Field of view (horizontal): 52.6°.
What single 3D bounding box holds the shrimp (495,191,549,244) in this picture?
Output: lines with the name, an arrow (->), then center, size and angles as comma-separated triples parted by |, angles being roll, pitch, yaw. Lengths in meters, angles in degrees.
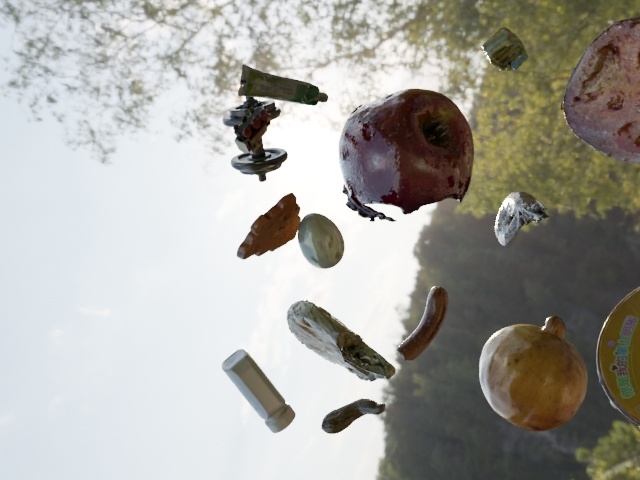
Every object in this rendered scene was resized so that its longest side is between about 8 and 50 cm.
shrimp -> 0.561, -0.059, 1.837 | 0.317, 0.062, 0.164 | -109, 36, -83

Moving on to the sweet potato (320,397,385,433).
sweet potato -> 0.106, 0.561, 2.093 | 0.062, 0.233, 0.081 | 54, -162, -32

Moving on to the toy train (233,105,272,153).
toy train -> -0.185, -0.310, 1.797 | 0.138, 0.050, 0.087 | -53, -36, -25

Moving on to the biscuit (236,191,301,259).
biscuit -> -0.157, -0.038, 2.202 | 0.284, 0.043, 0.306 | -48, -19, 6

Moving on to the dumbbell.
dumbbell -> -0.206, -0.326, 2.064 | 0.192, 0.192, 0.289 | -46, -48, -58

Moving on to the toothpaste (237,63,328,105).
toothpaste -> -0.089, -0.375, 1.611 | 0.248, 0.047, 0.078 | 4, -78, -33

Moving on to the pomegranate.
pomegranate -> 0.753, 0.452, 2.270 | 0.410, 0.411, 0.409 | 15, -90, -73

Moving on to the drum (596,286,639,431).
drum -> 0.867, 0.288, 1.459 | 0.214, 0.431, 0.430 | 43, -122, -35

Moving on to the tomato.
tomato -> 0.734, -0.343, 1.462 | 0.144, 0.339, 0.338 | -42, -35, -39

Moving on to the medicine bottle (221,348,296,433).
medicine bottle -> -0.211, 0.515, 2.214 | 0.111, 0.296, 0.161 | -40, 14, -14

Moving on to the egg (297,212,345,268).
egg -> 0.000, 0.000, 2.189 | 0.151, 0.151, 0.209 | -55, -49, -48

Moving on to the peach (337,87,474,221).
peach -> 0.220, -0.223, 1.738 | 0.416, 0.339, 0.352 | 133, 125, -65

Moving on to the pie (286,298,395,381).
pie -> 0.039, 0.262, 1.672 | 0.075, 0.338, 0.337 | -55, -23, -18

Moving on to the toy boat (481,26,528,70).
toy boat -> 0.590, -0.612, 2.078 | 0.111, 0.084, 0.276 | -38, -14, 28

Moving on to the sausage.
sausage -> 0.391, 0.313, 2.396 | 0.302, 0.103, 0.076 | -59, 12, 0
